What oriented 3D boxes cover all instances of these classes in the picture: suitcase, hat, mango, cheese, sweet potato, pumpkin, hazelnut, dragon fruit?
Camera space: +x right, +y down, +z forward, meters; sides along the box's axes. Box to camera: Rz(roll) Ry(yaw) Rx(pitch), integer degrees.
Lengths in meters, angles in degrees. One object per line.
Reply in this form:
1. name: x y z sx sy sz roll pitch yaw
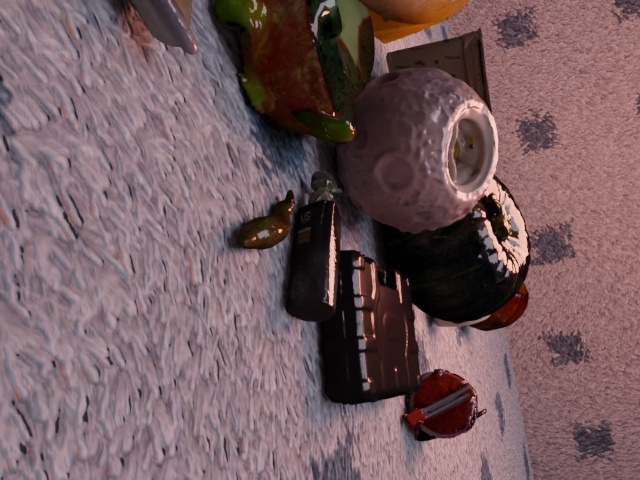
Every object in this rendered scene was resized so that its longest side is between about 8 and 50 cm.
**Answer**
1. suitcase: 0.080 0.134 0.859 0.285 0.066 0.206 24 59 -64
2. hat: 0.229 0.339 1.112 0.140 0.129 0.227 -45 155 -15
3. mango: 0.170 -0.560 1.148 0.384 0.199 0.221 4 108 -41
4. cheese: 0.205 -0.529 1.315 0.126 0.171 0.093 -16 97 -70
5. sweet potato: -0.053 -0.016 0.641 0.153 0.038 0.041 -53 151 -64
6. pumpkin: 0.262 0.001 1.123 0.323 0.241 0.323 21 61 -46
7. hazelnut: 0.505 0.168 1.738 0.234 0.218 0.218 18 62 -44
8. dragon fruit: -0.013 -0.251 0.735 0.295 0.130 0.268 -4 89 -68

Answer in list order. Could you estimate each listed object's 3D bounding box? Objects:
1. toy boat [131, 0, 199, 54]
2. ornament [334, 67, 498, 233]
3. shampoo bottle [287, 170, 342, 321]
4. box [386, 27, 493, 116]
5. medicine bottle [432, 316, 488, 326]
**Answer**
1. toy boat: -0.171 -0.344 0.440 0.293 0.111 0.276 66 23 -61
2. ornament: 0.146 -0.143 0.914 0.259 0.225 0.259 -11 105 -43
3. shampoo bottle: -0.001 0.000 0.731 0.063 0.057 0.207 52 35 -48
4. box: 0.254 -0.285 1.235 0.297 0.190 0.225 -22 102 -79
5. medicine bottle: 0.311 0.067 1.351 0.144 0.145 0.252 -19 97 -68
